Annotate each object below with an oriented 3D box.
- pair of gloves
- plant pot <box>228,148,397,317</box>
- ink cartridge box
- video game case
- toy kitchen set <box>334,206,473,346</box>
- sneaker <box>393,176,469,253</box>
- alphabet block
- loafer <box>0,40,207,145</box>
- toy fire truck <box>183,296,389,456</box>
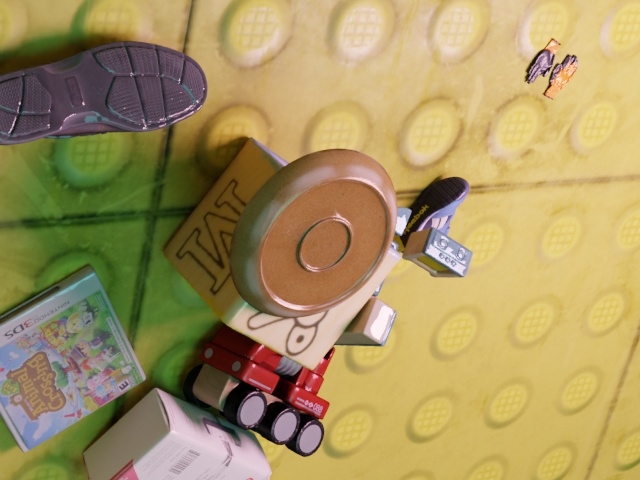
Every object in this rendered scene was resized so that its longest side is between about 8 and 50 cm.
[{"bbox_3d":[0.338,-0.248,2.181,0.083,0.010,0.074,28,101,-42],"label":"pair of gloves"},{"bbox_3d":[0.000,0.000,1.827,0.236,0.032,0.236,-17,127,-24],"label":"plant pot"},{"bbox_3d":[-0.200,0.317,2.107,0.158,0.092,0.218,-42,134,15],"label":"ink cartridge box"},{"bbox_3d":[-0.346,0.158,1.963,0.193,0.023,0.212,-31,133,-14],"label":"video game case"},{"bbox_3d":[0.118,0.070,2.054,0.166,0.122,0.207,32,71,-29],"label":"toy kitchen set"},{"bbox_3d":[0.165,-0.033,2.177,0.144,0.053,0.059,-45,134,11],"label":"sneaker"},{"bbox_3d":[-0.051,0.019,1.960,0.197,0.193,0.192,-51,133,5],"label":"alphabet block"},{"bbox_3d":[-0.281,-0.170,1.759,0.302,0.095,0.109,-12,95,-34],"label":"loafer"},{"bbox_3d":[-0.038,0.162,2.117,0.217,0.158,0.246,33,80,-47],"label":"toy fire truck"}]
